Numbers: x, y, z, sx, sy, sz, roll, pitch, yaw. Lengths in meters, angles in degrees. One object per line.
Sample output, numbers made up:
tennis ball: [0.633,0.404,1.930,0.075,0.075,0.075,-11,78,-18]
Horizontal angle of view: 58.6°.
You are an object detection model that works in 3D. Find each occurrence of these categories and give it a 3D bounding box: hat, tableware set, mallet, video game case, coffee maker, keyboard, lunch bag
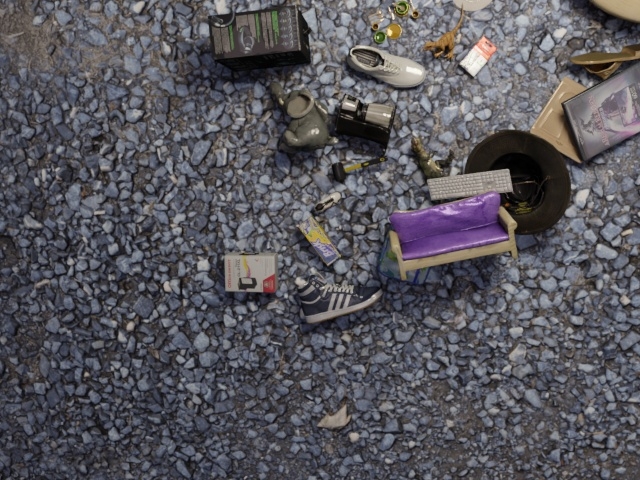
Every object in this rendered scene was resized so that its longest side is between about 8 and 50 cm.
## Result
hat: [0.612,-0.188,1.751,0.331,0.134,0.332,13,118,26]
tableware set: [0.233,-0.691,1.791,0.154,0.024,0.104,-21,96,9]
mallet: [0.123,-0.250,1.843,0.189,0.039,0.063,-21,96,23]
video game case: [0.880,-0.390,1.715,0.274,0.026,0.196,-29,108,0]
coffee maker: [0.137,-0.362,1.803,0.178,0.120,0.171,14,101,5]
keyboard: [0.457,-0.170,1.759,0.255,0.014,0.072,-4,109,32]
lunch bag: [0.293,0.026,1.858,0.175,0.090,0.219,18,101,1]

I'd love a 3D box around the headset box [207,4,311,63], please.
headset box: [-0.166,-0.610,1.738,0.282,0.246,0.131,-4,98,8]

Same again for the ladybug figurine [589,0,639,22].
ladybug figurine: [0.886,-0.788,1.628,0.449,0.162,0.305,37,100,1]

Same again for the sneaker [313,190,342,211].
sneaker: [0.025,-0.125,1.890,0.109,0.044,0.040,-35,91,9]

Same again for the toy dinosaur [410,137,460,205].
toy dinosaur: [0.382,-0.220,1.825,0.118,0.064,0.268,-21,98,24]

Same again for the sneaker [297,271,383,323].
sneaker: [0.056,0.167,1.901,0.282,0.099,0.153,-20,97,12]

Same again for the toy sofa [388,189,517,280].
toy sofa: [0.388,-0.018,1.705,0.362,0.150,0.177,-12,110,8]

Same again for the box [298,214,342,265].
box: [0.000,0.000,1.905,0.059,0.054,0.169,-37,93,11]

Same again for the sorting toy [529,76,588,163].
sorting toy: [0.782,-0.373,1.769,0.192,0.038,0.208,31,96,1]

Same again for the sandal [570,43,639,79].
sandal: [0.870,-0.524,1.712,0.239,0.088,0.079,-12,124,-3]

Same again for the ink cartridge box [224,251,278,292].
ink cartridge box: [-0.235,0.109,1.940,0.174,0.072,0.128,0,99,6]

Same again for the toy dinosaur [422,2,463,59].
toy dinosaur: [0.394,-0.620,1.752,0.064,0.112,0.211,34,63,20]

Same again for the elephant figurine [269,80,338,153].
elephant figurine: [-0.058,-0.407,1.806,0.185,0.169,0.240,0,86,-15]

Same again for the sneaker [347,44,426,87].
sneaker: [0.204,-0.541,1.782,0.257,0.091,0.094,15,100,5]

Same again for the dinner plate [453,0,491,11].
dinner plate: [0.471,-0.781,1.754,0.141,0.017,0.141,1,98,8]

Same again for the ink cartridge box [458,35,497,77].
ink cartridge box: [0.492,-0.573,1.774,0.063,0.029,0.115,41,101,0]
